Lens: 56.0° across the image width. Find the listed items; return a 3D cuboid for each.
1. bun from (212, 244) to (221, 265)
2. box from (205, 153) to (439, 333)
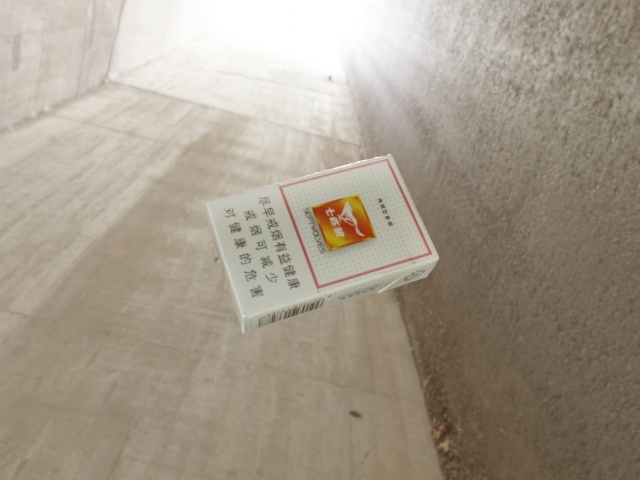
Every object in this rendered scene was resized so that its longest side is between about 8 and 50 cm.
[{"bbox_3d":[-0.155,0.003,1.252,0.138,0.138,0.094,124,145,-76],"label":"bun"},{"bbox_3d":[0.000,0.000,0.989,0.095,0.331,0.210,102,149,-65],"label":"box"}]
